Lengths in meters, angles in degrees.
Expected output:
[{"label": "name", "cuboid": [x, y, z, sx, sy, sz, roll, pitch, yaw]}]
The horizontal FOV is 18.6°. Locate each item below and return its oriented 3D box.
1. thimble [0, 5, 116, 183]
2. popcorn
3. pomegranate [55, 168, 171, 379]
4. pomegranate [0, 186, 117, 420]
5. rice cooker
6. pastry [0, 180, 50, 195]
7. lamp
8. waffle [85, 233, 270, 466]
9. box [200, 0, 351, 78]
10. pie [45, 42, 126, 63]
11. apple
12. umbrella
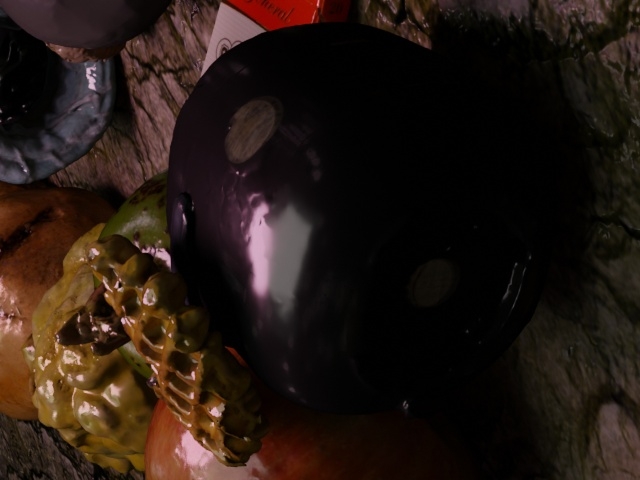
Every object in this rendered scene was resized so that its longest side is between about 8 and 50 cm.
[{"label": "thimble", "cuboid": [-0.319, -0.182, 2.038, 0.143, 0.198, 0.235, 23, 98, 60]}, {"label": "popcorn", "cuboid": [-0.180, 0.115, 1.940, 0.242, 0.235, 0.250, 40, 176, -8]}, {"label": "pomegranate", "cuboid": [-0.120, 0.040, 1.736, 0.211, 0.263, 0.211, 6, 100, 34]}, {"label": "pomegranate", "cuboid": [-0.312, 0.071, 2.157, 0.260, 0.260, 0.260, 47, 149, 40]}, {"label": "rice cooker", "cuboid": [0.030, -0.011, 1.362, 0.224, 0.267, 0.267, 43, 146, 44]}, {"label": "pastry", "cuboid": [-0.352, 0.035, 2.394, 0.235, 0.132, 0.240, -18, 100, 58]}, {"label": "lamp", "cuboid": [-0.178, -0.311, 1.710, 0.182, 0.182, 0.314, 52, 123, 33]}, {"label": "waffle", "cuboid": [-0.101, 0.081, 1.364, 0.149, 0.051, 0.194, 32, 157, 48]}, {"label": "box", "cuboid": [-0.050, -0.123, 1.592, 0.139, 0.035, 0.245, 40, 120, 47]}, {"label": "pie", "cuboid": [-0.252, -0.256, 1.898, 0.046, 0.195, 0.195, -27, 84, 23]}, {"label": "apple", "cuboid": [-0.014, 0.200, 1.568, 0.309, 0.250, 0.277, 47, -172, -31]}, {"label": "umbrella", "cuboid": [-0.352, -0.255, 2.154, 0.122, 0.110, 0.272, -53, -53, -76]}]
